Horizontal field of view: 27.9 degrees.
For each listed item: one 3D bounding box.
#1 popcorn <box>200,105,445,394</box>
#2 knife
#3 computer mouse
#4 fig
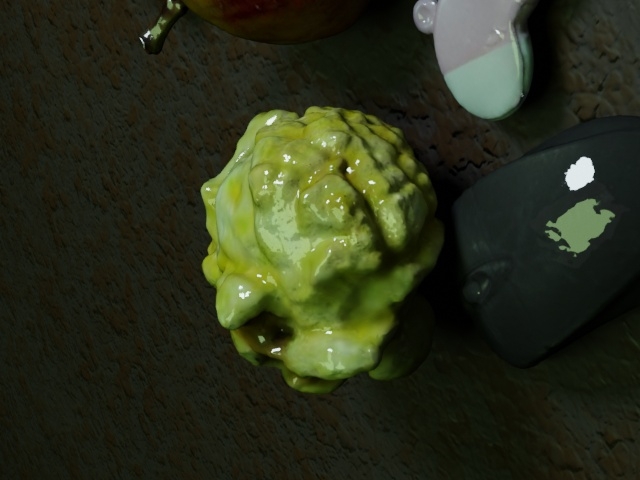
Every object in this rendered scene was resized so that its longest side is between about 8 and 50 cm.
[{"bbox_3d":[0.000,0.000,1.046,0.256,0.195,0.255,138,126,-58],"label":"popcorn"},{"bbox_3d":[0.167,-0.244,0.844,0.132,0.038,0.398,55,142,24],"label":"knife"},{"bbox_3d":[0.160,0.007,0.922,0.270,0.086,0.137,-42,68,56],"label":"computer mouse"},{"bbox_3d":[-0.064,-0.225,1.084,0.274,0.145,0.170,-23,84,43],"label":"fig"}]
